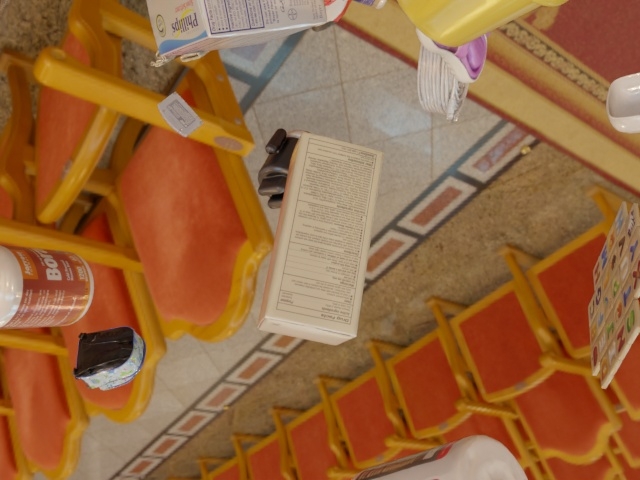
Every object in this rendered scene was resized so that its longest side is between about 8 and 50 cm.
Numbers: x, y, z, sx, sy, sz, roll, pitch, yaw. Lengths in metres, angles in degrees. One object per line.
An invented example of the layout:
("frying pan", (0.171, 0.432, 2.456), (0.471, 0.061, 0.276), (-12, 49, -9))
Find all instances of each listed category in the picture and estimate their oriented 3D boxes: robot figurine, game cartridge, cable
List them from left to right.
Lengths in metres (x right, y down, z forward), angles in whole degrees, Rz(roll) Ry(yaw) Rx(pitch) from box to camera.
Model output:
("game cartridge", (-0.280, -0.248, 1.246), (0.056, 0.083, 0.017), (-44, -175, -24))
("robot figurine", (-0.090, -0.226, 1.990), (0.174, 0.278, 0.209), (22, 144, 6))
("cable", (0.305, -0.433, 1.518), (0.089, 0.257, 0.257), (7, 121, 22))

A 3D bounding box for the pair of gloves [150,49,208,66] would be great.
("pair of gloves", (-0.308, -0.498, 1.581), (0.240, 0.204, 0.042), (8, 128, 46))

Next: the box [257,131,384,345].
("box", (0.000, 0.000, 1.016), (0.148, 0.311, 0.121), (14, 162, -9))

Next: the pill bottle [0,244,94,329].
("pill bottle", (-0.446, 0.068, 0.911), (0.121, 0.121, 0.216), (-25, 167, 17))

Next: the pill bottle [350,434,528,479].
("pill bottle", (0.138, 0.410, 0.924), (0.176, 0.176, 0.318), (18, 142, -36))

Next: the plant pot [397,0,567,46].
("plant pot", (0.235, -0.409, 0.885), (0.254, 0.254, 0.239), (13, 151, -32))

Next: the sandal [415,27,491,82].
("sandal", (0.285, -0.424, 1.214), (0.102, 0.169, 0.416), (13, -177, 26))

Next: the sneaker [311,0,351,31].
("sneaker", (0.041, -0.722, 1.746), (0.270, 0.090, 0.145), (-48, 136, -6))

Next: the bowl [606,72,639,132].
("bowl", (0.565, -0.234, 1.065), (0.142, 0.142, 0.053), (-5, 131, 33))

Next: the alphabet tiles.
("alphabet tiles", (0.559, 0.104, 1.199), (0.011, 0.285, 0.342), (6, 142, 11))

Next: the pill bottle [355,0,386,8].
("pill bottle", (0.035, -0.479, 1.074), (0.187, 0.112, 0.112), (16, 139, -10))

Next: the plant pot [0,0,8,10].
("plant pot", (-0.582, -0.364, 0.921), (0.263, 0.229, 0.263), (-17, 153, -9))

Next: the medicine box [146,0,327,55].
("medicine box", (-0.182, -0.499, 1.338), (0.289, 0.149, 0.263), (-19, -164, -32))

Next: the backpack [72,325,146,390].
("backpack", (-0.378, 0.214, 1.154), (0.114, 0.105, 0.084), (-16, 138, 9))
